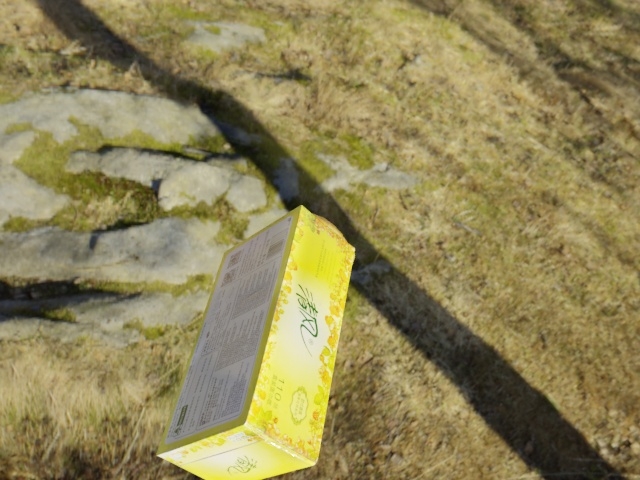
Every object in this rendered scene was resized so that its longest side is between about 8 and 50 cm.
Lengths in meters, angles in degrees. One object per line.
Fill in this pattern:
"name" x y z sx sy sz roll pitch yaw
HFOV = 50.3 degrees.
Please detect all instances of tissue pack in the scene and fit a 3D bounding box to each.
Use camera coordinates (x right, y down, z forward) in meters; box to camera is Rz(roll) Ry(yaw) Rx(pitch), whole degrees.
"tissue pack" -0.039 0.072 0.474 0.062 0.095 0.176 38 42 -28

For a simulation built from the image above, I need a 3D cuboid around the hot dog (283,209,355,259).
"hot dog" -0.001 0.000 0.707 0.028 0.137 0.044 38 94 36
